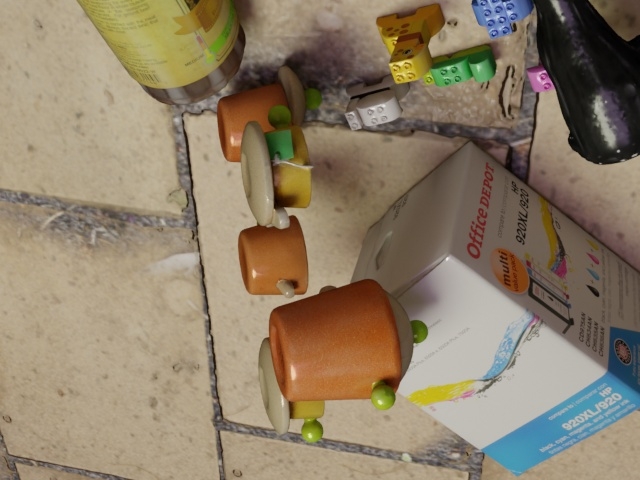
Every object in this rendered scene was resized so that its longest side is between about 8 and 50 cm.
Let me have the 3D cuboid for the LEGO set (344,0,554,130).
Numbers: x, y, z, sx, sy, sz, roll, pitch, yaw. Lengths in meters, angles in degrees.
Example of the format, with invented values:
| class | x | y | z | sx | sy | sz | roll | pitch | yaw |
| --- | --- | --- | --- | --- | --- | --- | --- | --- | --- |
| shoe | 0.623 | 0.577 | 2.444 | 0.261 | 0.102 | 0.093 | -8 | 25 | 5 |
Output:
| class | x | y | z | sx | sy | sz | roll | pitch | yaw |
| --- | --- | --- | --- | --- | --- | --- | --- | --- | --- |
| LEGO set | 0.106 | -0.147 | 0.822 | 0.227 | 0.093 | 0.087 | -11 | 125 | 25 |

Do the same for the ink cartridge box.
| class | x | y | z | sx | sy | sz | roll | pitch | yaw |
| --- | --- | --- | --- | --- | --- | --- | --- | --- | --- |
| ink cartridge box | 0.161 | 0.064 | 0.935 | 0.233 | 0.171 | 0.168 | 36 | 130 | -15 |

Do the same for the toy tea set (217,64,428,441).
| class | x | y | z | sx | sy | sz | roll | pitch | yaw |
| --- | --- | --- | --- | --- | --- | --- | --- | --- | --- |
| toy tea set | 0.000 | 0.000 | 0.857 | 0.124 | 0.336 | 0.200 | -8 | 171 | -13 |

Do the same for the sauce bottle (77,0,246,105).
| class | x | y | z | sx | sy | sz | roll | pitch | yaw |
| --- | --- | --- | --- | --- | --- | --- | --- | --- | --- |
| sauce bottle | -0.153 | -0.231 | 0.735 | 0.111 | 0.111 | 0.344 | 2 | 157 | 16 |

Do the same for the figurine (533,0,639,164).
| class | x | y | z | sx | sy | sz | roll | pitch | yaw |
| --- | --- | --- | --- | --- | --- | --- | --- | --- | --- |
| figurine | 0.237 | -0.196 | 0.711 | 0.215 | 0.092 | 0.209 | -32 | 114 | 3 |
